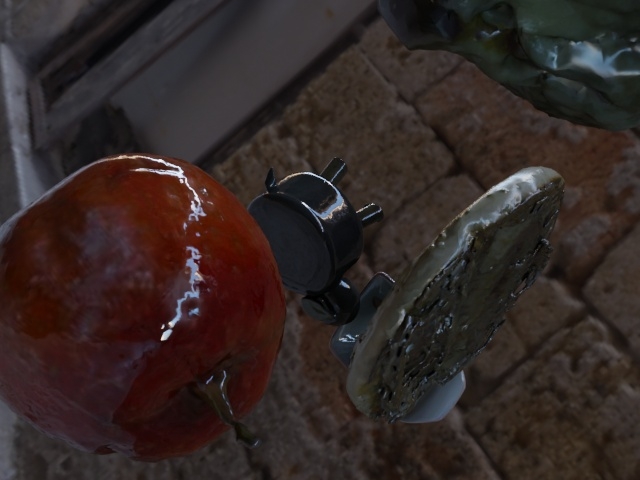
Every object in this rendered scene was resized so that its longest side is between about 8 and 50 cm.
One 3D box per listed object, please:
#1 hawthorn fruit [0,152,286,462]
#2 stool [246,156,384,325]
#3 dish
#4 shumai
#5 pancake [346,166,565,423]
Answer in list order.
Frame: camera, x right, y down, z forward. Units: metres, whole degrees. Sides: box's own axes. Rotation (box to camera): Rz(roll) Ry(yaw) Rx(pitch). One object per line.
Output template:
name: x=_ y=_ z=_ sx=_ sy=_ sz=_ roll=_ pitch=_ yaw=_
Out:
hawthorn fruit: x=-0.121 y=0.070 z=0.746 sx=0.271 sy=0.242 sz=0.242 roll=32 pitch=-5 yaw=38
stool: x=-0.007 y=-0.001 z=1.344 sx=0.153 sy=0.139 sz=0.228 roll=19 pitch=-48 yaw=34
dish: x=0.131 y=0.172 z=1.486 sx=0.064 sy=0.154 sz=0.234 roll=19 pitch=19 yaw=-49
shumai: x=0.188 y=-0.175 z=0.783 sx=0.271 sy=0.222 sz=0.204 roll=28 pitch=42 yaw=11
pancake: x=0.170 y=0.078 z=1.222 sx=0.071 sy=0.382 sz=0.382 roll=40 pitch=3 yaw=25
